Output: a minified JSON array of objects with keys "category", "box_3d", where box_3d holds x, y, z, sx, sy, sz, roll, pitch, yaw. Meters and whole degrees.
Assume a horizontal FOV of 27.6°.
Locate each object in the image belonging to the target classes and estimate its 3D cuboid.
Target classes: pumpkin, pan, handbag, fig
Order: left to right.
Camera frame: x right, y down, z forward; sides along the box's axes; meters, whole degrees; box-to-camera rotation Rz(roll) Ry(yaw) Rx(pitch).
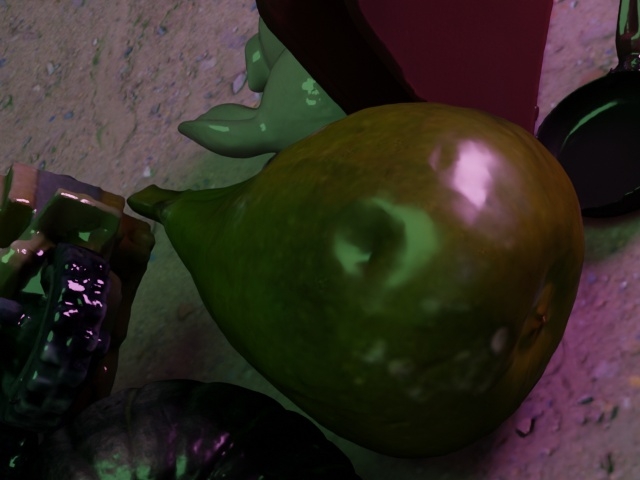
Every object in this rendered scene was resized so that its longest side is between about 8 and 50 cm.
[{"category":"pumpkin","box_3d":[-0.082,0.201,0.784,0.250,0.216,0.250,-2,69,4]},{"category":"fig","box_3d":[0.030,-0.006,0.840,0.233,0.233,0.314,-43,48,3]},{"category":"handbag","box_3d":[0.077,-0.201,0.936,0.084,0.260,0.275,-7,53,37]},{"category":"pan","box_3d":[0.213,-0.110,0.916,0.115,0.040,0.212,-3,64,38]}]

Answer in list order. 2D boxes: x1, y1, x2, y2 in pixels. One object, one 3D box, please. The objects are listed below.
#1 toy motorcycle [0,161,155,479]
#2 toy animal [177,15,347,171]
[{"category":"toy motorcycle","box_3d":[-0.247,0.112,0.981,0.410,0.169,0.237,-49,31,39]},{"category":"toy animal","box_3d":[-0.005,-0.132,1.042,0.178,0.127,0.193,-12,53,34]}]
